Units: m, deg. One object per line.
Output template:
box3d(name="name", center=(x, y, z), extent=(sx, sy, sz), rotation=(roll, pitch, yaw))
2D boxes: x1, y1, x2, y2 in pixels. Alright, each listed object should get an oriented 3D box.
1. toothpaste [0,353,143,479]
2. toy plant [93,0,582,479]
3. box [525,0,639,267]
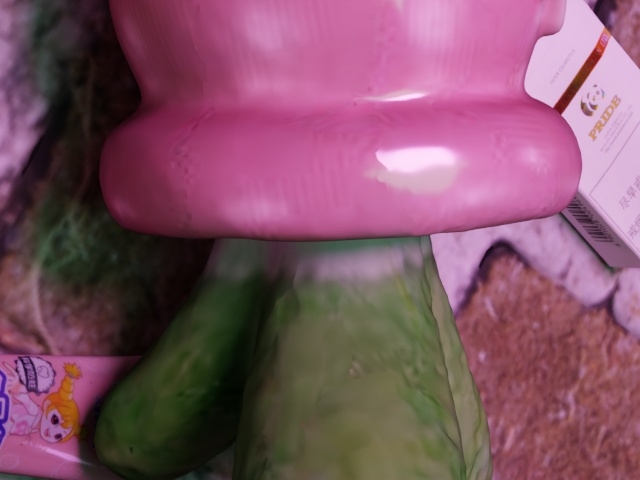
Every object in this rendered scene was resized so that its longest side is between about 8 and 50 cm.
box3d(name="toothpaste", center=(-0.147, 0.077, 0.728), extent=(0.194, 0.043, 0.067), rotation=(9, 81, -38))
box3d(name="toy plant", center=(0.004, -0.006, 0.699), extent=(0.211, 0.317, 0.356), rotation=(3, 95, 7))
box3d(name="box", center=(0.147, -0.064, 0.914), extent=(0.154, 0.040, 0.084), rotation=(45, 70, -24))
